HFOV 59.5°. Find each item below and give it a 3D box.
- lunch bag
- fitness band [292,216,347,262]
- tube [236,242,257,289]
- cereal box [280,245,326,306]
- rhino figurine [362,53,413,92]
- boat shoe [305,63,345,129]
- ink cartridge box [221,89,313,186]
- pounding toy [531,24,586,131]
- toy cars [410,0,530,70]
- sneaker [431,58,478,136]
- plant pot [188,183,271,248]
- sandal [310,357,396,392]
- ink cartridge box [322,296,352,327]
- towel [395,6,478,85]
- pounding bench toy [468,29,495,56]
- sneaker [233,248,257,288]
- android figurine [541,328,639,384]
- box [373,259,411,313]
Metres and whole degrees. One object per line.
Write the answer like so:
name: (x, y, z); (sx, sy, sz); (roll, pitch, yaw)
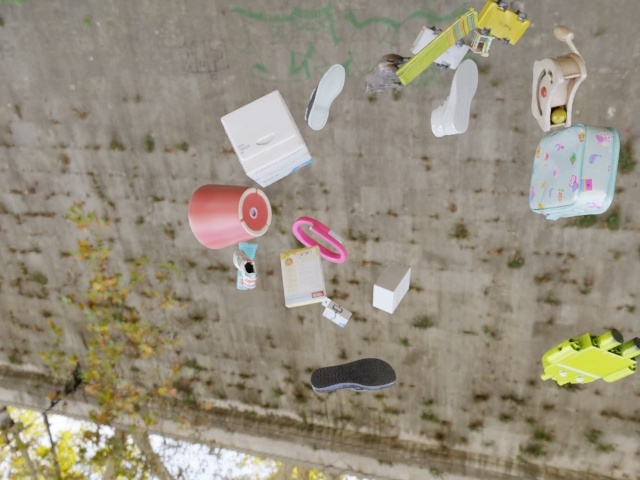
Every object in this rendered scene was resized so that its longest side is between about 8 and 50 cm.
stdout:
lunch bag: (0.633, -0.165, 1.416); (0.108, 0.224, 0.279); (4, 180, -2)
fitness band: (0.000, 0.000, 2.591); (0.291, 0.209, 0.054); (36, -117, -4)
tube: (-0.331, 0.111, 2.470); (0.080, 0.207, 0.052); (6, -170, -18)
cereal box: (-0.074, 0.153, 2.380); (0.173, 0.240, 0.047); (-11, 160, 11)
rhino figurine: (0.184, -0.468, 1.602); (0.106, 0.073, 0.243); (3, 176, -14)
boat shoe: (0.010, -0.648, 2.506); (0.114, 0.302, 0.091); (21, -167, -31)
ink cartridge box: (-0.140, -0.270, 1.528); (0.171, 0.168, 0.233); (-27, 176, 2)
pounding toy: (0.690, -0.445, 1.549); (0.155, 0.269, 0.154); (-12, -147, -1)
toy cars: (0.439, -0.626, 1.680); (0.394, 0.176, 0.087); (-23, -129, -5)
sneaker: (0.503, -0.544, 2.161); (0.108, 0.292, 0.169); (18, 172, -25)
plant pot: (-0.350, -0.105, 2.248); (0.243, 0.274, 0.275); (-3, -164, 35)
sandal: (0.099, 0.404, 1.653); (0.255, 0.054, 0.097); (-6, -134, 14)
ink cartridge box: (0.037, 0.191, 1.490); (0.083, 0.048, 0.028); (32, -125, 7)
towel: (0.298, -0.484, 1.420); (0.237, 0.021, 0.102); (-38, 165, 15)
pounding bench toy: (0.525, -0.635, 1.798); (0.052, 0.065, 0.083); (2, -142, -17)
sneaker: (-0.233, 0.074, 1.780); (0.057, 0.075, 0.161); (0, -135, -26)
android figurine: (0.722, 0.325, 1.513); (0.248, 0.273, 0.056); (21, -132, -21)
box: (0.297, 0.191, 2.326); (0.091, 0.130, 0.170); (21, -135, 24)
